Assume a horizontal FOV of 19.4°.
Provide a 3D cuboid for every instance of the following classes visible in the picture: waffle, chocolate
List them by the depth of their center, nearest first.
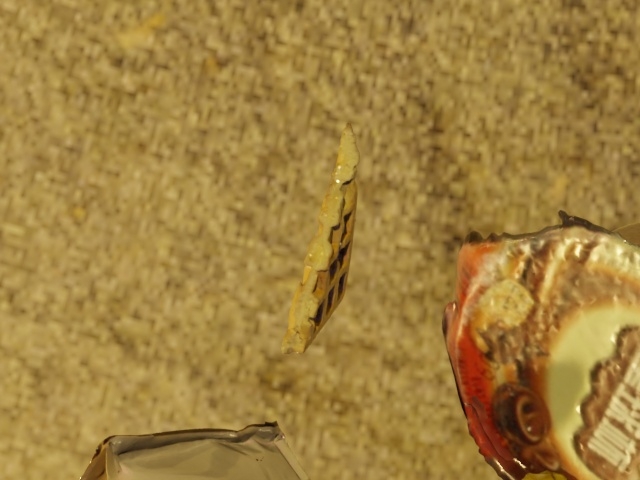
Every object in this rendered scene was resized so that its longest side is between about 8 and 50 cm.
[{"bbox_3d":[0.183,0.059,1.078,0.221,0.147,0.221,15,121,28],"label":"chocolate"},{"bbox_3d":[0.000,0.000,1.760,0.032,0.125,0.191,17,126,18],"label":"waffle"}]

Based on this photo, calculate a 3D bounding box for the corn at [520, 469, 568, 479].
[{"bbox_3d":[0.155,0.290,0.959,0.120,0.363,0.120,-25,172,-4],"label":"corn"}]

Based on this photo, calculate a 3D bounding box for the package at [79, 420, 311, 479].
[{"bbox_3d":[-0.087,0.285,1.554,0.165,0.221,0.311,30,-171,26],"label":"package"}]
